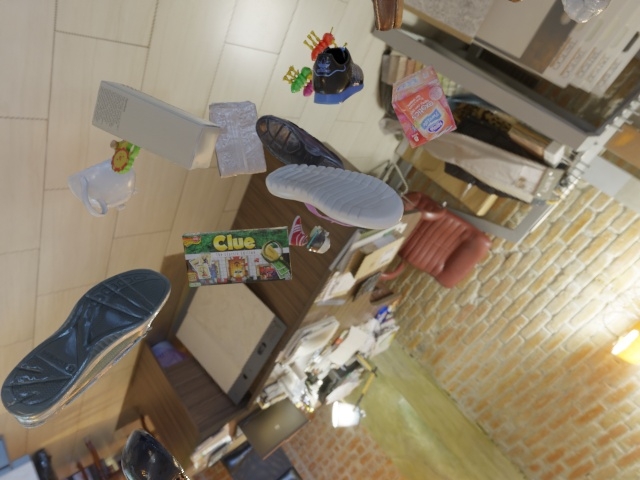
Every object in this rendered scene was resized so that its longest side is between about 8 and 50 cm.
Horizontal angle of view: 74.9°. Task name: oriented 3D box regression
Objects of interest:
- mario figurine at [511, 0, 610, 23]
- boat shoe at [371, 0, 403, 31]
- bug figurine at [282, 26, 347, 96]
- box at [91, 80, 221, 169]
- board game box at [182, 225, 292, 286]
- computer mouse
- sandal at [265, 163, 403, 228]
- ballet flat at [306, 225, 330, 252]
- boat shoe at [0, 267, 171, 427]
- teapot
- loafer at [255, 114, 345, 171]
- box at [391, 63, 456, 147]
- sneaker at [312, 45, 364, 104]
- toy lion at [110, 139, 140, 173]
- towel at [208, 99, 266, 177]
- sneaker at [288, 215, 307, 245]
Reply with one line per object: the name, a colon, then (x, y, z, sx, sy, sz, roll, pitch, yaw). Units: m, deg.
mario figurine: (0.354, -0.398, 0.491, 0.198, 0.320, 0.170, 28, 81, -34)
boat shoe: (0.055, -0.337, 0.470, 0.072, 0.073, 0.207, -13, 142, 4)
bug figurine: (-0.006, -0.543, 1.300, 0.216, 0.072, 0.279, -46, 179, 20)
box: (-0.384, -0.270, 0.980, 0.113, 0.274, 0.094, -66, 172, 17)
board game box: (-0.205, 0.041, 1.042, 0.259, 0.136, 0.030, -4, -167, 0)
computer mouse: (-0.303, 0.464, 0.800, 0.072, 0.188, 0.273, -45, 138, -37)
sandal: (0.034, -0.101, 1.034, 0.169, 0.416, 0.102, -36, 133, -28)
ballet flat: (0.000, 0.000, 1.341, 0.074, 0.074, 0.203, -49, -173, 11)
boat shoe: (-0.394, 0.175, 0.740, 0.321, 0.118, 0.103, -58, 179, -43)
teapot: (-0.806, -0.200, 1.587, 0.256, 0.252, 0.187, -37, 114, -34)
loafer: (-0.055, -0.275, 1.254, 0.109, 0.302, 0.095, -51, -167, 31)
box: (0.318, -0.425, 1.304, 0.142, 0.154, 0.300, -22, -155, 22)
sneaker: (0.041, -0.341, 0.832, 0.232, 0.081, 0.091, -64, 159, -55)
toy lion: (-0.499, -0.222, 1.071, 0.100, 0.096, 0.034, -23, 160, 22)
towel: (-0.314, -0.387, 1.585, 0.186, 0.283, 0.049, -11, 180, -21)
sneaker: (-0.069, -0.031, 1.448, 0.042, 0.066, 0.119, 89, 15, -58)
